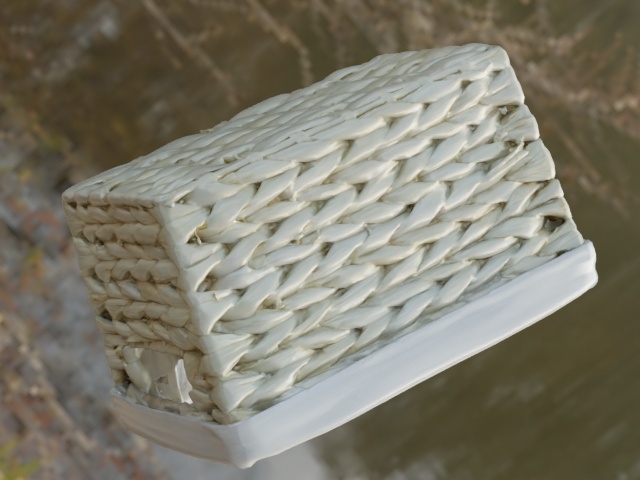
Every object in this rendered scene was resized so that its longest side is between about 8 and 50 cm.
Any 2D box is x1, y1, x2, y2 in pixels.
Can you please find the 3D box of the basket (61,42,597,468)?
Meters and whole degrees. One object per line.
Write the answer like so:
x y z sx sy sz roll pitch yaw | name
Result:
0.000 0.000 0.743 0.113 0.167 0.103 4 -65 62 | basket
